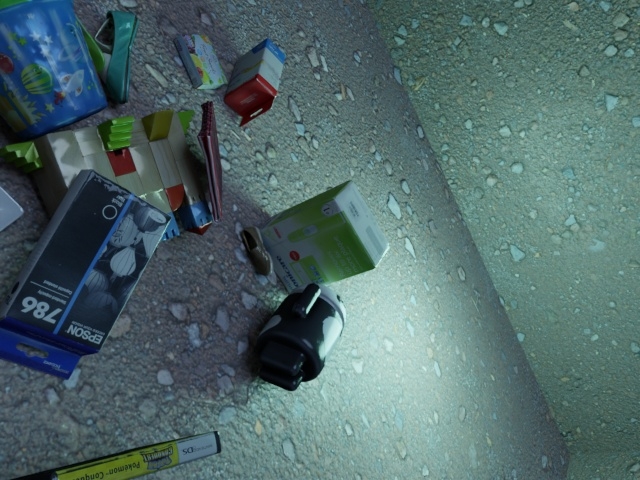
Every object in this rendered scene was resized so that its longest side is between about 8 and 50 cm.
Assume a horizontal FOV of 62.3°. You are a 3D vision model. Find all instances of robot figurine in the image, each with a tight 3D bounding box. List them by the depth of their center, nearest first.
[{"bbox_3d":[-0.042,0.227,1.280,0.173,0.209,0.278,47,42,-9],"label":"robot figurine"}]

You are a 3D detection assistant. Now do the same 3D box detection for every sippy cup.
[{"bbox_3d":[-0.505,-0.307,0.934,0.305,0.240,0.224,-35,113,-31],"label":"sippy cup"}]

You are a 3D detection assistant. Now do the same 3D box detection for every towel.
[{"bbox_3d":[-0.245,-0.185,1.189,0.275,0.031,0.198,-109,-166,-60],"label":"towel"}]

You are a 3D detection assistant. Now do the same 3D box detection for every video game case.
[{"bbox_3d":[-0.327,0.335,0.768,0.248,0.275,0.035,7,64,-51],"label":"video game case"}]

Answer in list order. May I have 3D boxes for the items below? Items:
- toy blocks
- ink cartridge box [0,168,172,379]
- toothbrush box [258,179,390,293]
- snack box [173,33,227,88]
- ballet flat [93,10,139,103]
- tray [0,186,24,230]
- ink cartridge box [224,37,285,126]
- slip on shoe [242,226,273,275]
[{"bbox_3d":[-0.376,-0.094,1.039,0.381,0.191,0.260,-29,106,-51],"label":"toy blocks"},{"bbox_3d":[-0.400,0.063,0.882,0.165,0.065,0.332,34,74,-39],"label":"ink cartridge box"},{"bbox_3d":[0.000,0.000,1.366,0.206,0.283,0.122,59,37,-13],"label":"toothbrush box"},{"bbox_3d":[-0.317,-0.475,1.409,0.100,0.037,0.141,-28,95,-56],"label":"snack box"},{"bbox_3d":[-0.458,-0.408,1.169,0.087,0.083,0.247,9,63,-24],"label":"ballet flat"},{"bbox_3d":[-0.619,-0.103,0.826,0.270,0.030,0.145,53,39,-21],"label":"tray"},{"bbox_3d":[-0.186,-0.441,1.479,0.078,0.134,0.231,38,44,-36],"label":"ink cartridge box"},{"bbox_3d":[-0.161,0.028,1.339,0.041,0.051,0.135,-1,70,-59],"label":"slip on shoe"}]
